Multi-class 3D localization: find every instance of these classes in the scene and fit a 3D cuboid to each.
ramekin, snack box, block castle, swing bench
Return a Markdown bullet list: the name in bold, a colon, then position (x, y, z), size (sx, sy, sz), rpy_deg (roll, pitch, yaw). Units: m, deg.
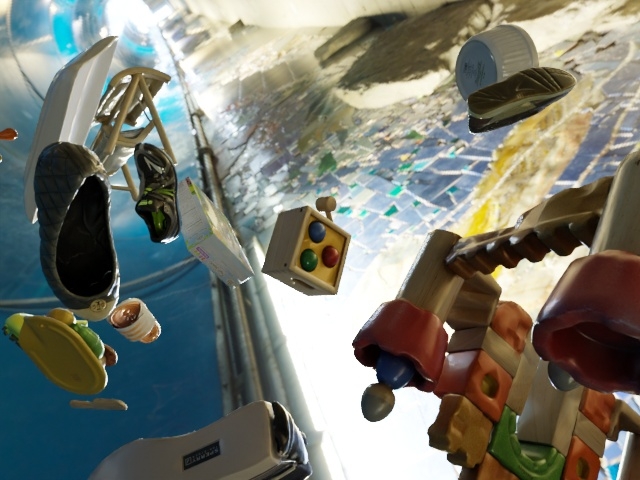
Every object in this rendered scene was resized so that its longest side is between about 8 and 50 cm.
- **ramekin**: position (0.430, -0.424, 1.294), size (0.207, 0.108, 0.207), rpy_deg (163, 90, -72)
- **snack box**: position (-0.245, -0.017, 1.145), size (0.207, 0.070, 0.174), rpy_deg (55, -179, 42)
- **block castle**: position (0.266, 0.172, 0.448), size (0.453, 0.213, 0.303), rpy_deg (41, 152, -14)
- **swing bench**: position (-0.489, -0.264, 1.282), size (0.165, 0.253, 0.255), rpy_deg (5, -112, -39)

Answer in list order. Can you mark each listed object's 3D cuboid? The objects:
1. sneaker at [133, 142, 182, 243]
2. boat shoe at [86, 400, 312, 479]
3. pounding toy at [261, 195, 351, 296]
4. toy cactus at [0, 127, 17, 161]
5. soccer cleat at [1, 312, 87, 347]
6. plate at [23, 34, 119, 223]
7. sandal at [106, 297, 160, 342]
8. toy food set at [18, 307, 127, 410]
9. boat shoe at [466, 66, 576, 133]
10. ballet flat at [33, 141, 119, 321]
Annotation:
- **sneaker**: position (-0.297, -0.083, 0.934), size (0.078, 0.067, 0.188), rpy_deg (-59, -36, -70)
- **boat shoe**: position (-0.173, 0.359, 0.781), size (0.158, 0.340, 0.127), rpy_deg (58, -164, -46)
- **pounding toy**: position (0.008, -0.001, 0.994), size (0.094, 0.206, 0.181), rpy_deg (-8, 149, 45)
- **toy cactus**: position (-0.606, -0.203, 0.844), size (0.180, 0.112, 0.219), rpy_deg (15, 135, 32)
- **soccer cleat**: position (-0.566, 0.202, 1.106), size (0.093, 0.121, 0.289), rpy_deg (33, 157, 17)
- **plate**: position (-0.433, -0.207, 0.885), size (0.045, 0.278, 0.277), rpy_deg (22, -154, -19)
- **sandal**: position (-0.519, 0.253, 1.509), size (0.076, 0.102, 0.265), rpy_deg (41, 165, 26)
- **toy food set**: position (-0.414, 0.192, 0.884), size (0.071, 0.128, 0.218), rpy_deg (-70, -34, -54)
- **boat shoe**: position (0.361, -0.255, 0.948), size (0.073, 0.223, 0.080), rpy_deg (88, 156, -51)
- **ballet flat**: position (-0.187, 0.005, 0.403), size (0.049, 0.057, 0.173), rpy_deg (41, 139, 33)
